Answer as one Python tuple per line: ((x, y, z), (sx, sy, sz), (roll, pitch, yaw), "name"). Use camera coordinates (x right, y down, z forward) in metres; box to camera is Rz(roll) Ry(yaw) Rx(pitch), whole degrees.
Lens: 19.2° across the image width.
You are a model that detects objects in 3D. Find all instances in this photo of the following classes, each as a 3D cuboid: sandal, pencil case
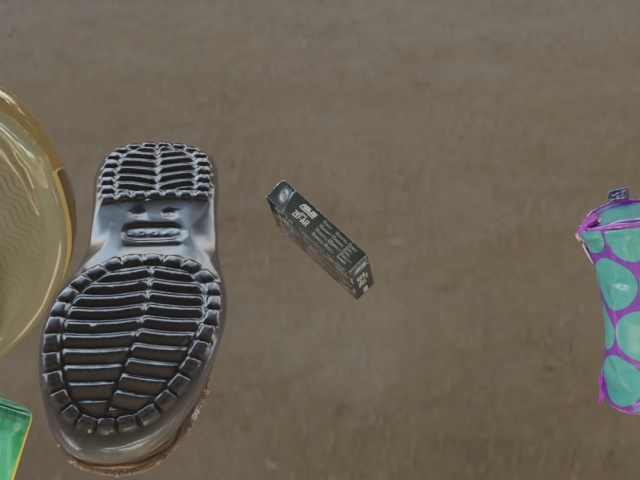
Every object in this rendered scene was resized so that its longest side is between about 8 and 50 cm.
((-0.124, 0.033, 0.462), (0.180, 0.072, 0.049), (-42, 24, 22), "sandal")
((0.219, 0.045, 1.310), (0.070, 0.151, 0.064), (-4, 24, 15), "pencil case")

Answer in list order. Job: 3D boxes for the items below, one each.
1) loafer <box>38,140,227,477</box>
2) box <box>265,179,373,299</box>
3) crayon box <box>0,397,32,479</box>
((-0.131, 0.066, 1.484), (0.134, 0.130, 0.366), (3, 36, 4), "loafer")
((0.000, 0.000, 1.326), (0.083, 0.067, 0.018), (42, 80, 17), "box")
((-0.272, 0.210, 1.085), (0.165, 0.081, 0.278), (3, 74, 57), "crayon box")
